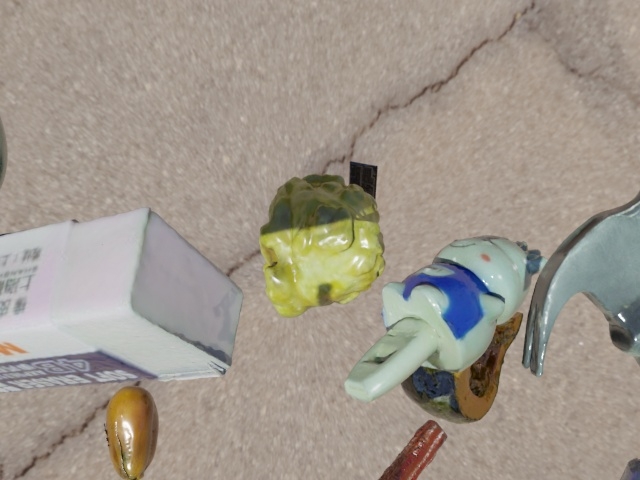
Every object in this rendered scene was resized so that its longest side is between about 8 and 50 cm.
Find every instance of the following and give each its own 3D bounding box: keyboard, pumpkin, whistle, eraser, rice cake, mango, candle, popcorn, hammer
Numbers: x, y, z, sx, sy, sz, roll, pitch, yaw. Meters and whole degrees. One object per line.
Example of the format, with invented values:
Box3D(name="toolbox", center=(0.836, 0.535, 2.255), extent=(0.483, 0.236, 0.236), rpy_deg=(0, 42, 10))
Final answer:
Box3D(name="keyboard", center=(0.090, -0.093, 1.842), extent=(0.063, 0.198, 0.010), rpy_deg=(10, 46, 9))
Box3D(name="pumpkin", center=(0.271, 0.215, 1.646), extent=(0.190, 0.139, 0.281), rpy_deg=(45, 59, -36))
Box3D(name="whistle", center=(0.113, 0.062, 0.757), extent=(0.244, 0.110, 0.092), rpy_deg=(-34, 113, -30))
Box3D(name="eraser", center=(-0.209, 0.057, 0.641), extent=(0.287, 0.130, 0.086), rpy_deg=(-9, 57, 28))
Box3D(name="rice cake", center=(0.604, 0.527, 1.681), extent=(0.036, 0.047, 0.207), rpy_deg=(8, 112, -14))
Box3D(name="mango", center=(-0.330, 0.334, 1.458), extent=(0.084, 0.105, 0.160), rpy_deg=(2, 78, 17))
Box3D(name="candle", center=(0.102, 0.350, 1.180), extent=(0.048, 0.329, 0.051), rpy_deg=(-25, 94, 37))
Box3D(name="popcorn", center=(0.000, 0.000, 1.542), extent=(0.241, 0.250, 0.235), rpy_deg=(-11, 126, 10))
Box3D(name="hammer", center=(0.239, 0.079, 0.548), extent=(0.159, 0.041, 0.226), rpy_deg=(-44, 97, 2))

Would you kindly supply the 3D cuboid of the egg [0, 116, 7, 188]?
Box3D(name="egg", center=(-0.433, -0.125, 0.892), extent=(0.168, 0.168, 0.231), rpy_deg=(-33, 112, -3))
